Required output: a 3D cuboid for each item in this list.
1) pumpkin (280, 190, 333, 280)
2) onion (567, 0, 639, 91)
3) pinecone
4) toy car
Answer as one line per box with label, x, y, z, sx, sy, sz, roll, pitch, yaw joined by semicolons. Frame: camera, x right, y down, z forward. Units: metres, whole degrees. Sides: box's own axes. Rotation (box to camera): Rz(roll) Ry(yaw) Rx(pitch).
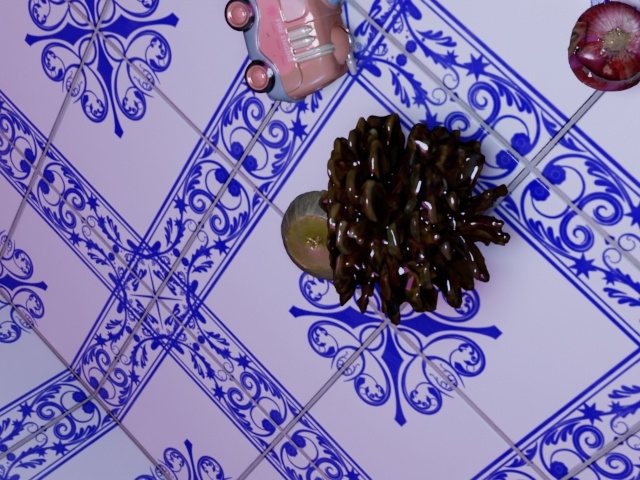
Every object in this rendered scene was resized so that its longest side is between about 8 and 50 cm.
pumpkin;-0.014;0.003;1.837;0.217;0.110;0.218;9;109;27
onion;0.474;-0.314;1.393;0.150;0.140;0.150;0;85;-3
pinecone;0.168;-0.034;1.541;0.397;0.397;0.398;13;116;28
toy car;-0.044;-0.416;1.641;0.212;0.180;0.271;-12;104;25
